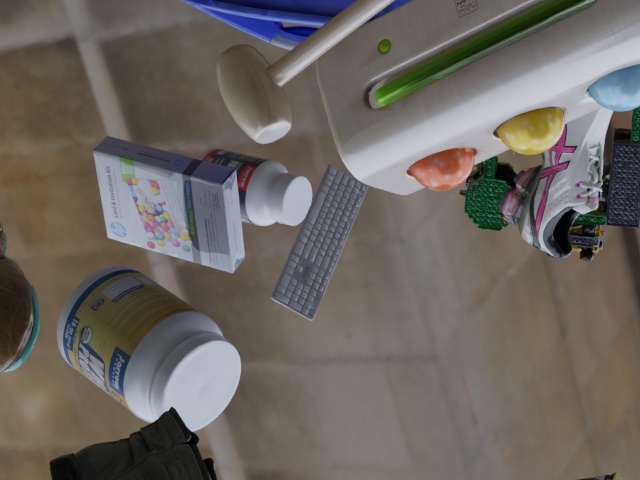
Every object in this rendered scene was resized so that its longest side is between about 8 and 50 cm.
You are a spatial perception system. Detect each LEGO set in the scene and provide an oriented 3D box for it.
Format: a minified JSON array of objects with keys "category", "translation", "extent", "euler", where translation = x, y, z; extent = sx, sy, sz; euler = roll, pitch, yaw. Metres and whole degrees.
[{"category":"LEGO set","translation":[0.277,-0.163,1.745],"extent":[0.255,0.331,0.192],"euler":[-2,-161,12]}]

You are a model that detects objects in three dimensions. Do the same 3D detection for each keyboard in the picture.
[{"category":"keyboard","translation":[0.000,0.000,2.355],"extent":[0.014,0.072,0.256],"euler":[-35,-153,54]}]

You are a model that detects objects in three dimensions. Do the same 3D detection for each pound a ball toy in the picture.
[{"category":"pound a ball toy","translation":[0.110,-0.125,1.192],"extent":[0.319,0.135,0.208],"euler":[-24,162,25]}]

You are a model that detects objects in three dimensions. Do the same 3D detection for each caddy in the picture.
[{"category":"caddy","translation":[-0.005,-0.308,1.845],"extent":[0.341,0.179,0.241],"euler":[5,-164,-12]}]

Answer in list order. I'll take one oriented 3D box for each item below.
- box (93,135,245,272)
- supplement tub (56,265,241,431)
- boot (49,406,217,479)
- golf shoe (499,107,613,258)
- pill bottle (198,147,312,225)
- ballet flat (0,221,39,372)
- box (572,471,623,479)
[{"category":"box","translation":[-0.189,-0.045,1.976],"extent":[0.186,0.145,0.038],"euler":[16,-136,21]},{"category":"supplement tub","translation":[-0.205,0.131,1.888],"extent":[0.144,0.144,0.200],"euler":[-29,-138,-34]},{"category":"boot","translation":[-0.176,0.283,1.603],"extent":[0.161,0.083,0.246],"euler":[-23,-131,-1]},{"category":"golf shoe","translation":[0.237,-0.069,1.447],"extent":[0.067,0.186,0.086],"euler":[-15,-130,-39]},{"category":"pill bottle","translation":[-0.109,-0.082,2.518],"extent":[0.180,0.108,0.108],"euler":[14,-148,32]},{"category":"ballet flat","translation":[-0.386,0.034,1.678],"extent":[0.116,0.124,0.342],"euler":[-52,-153,9]},{"category":"box","translation":[0.238,0.323,1.763],"extent":[0.232,0.058,0.087],"euler":[-18,-148,40]}]
